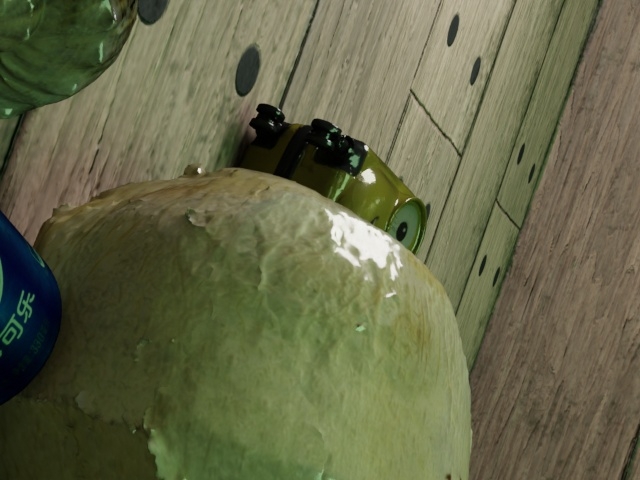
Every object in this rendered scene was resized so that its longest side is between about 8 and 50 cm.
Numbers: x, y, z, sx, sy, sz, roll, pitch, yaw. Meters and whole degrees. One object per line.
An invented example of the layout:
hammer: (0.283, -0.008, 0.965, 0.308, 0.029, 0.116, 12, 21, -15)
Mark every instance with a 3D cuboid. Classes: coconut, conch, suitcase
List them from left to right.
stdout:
conch: (-0.172, -0.143, 0.643, 0.155, 0.130, 0.207, -43, -166, 18)
coconut: (-0.070, 0.121, 0.781, 0.346, 0.346, 0.360, 83, 12, -52)
suitcase: (0.000, 0.000, 1.094, 0.235, 0.143, 0.194, 37, 73, -57)

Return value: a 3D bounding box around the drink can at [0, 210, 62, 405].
drink can: (-0.220, 0.010, 0.578, 0.118, 0.118, 0.205, -64, 158, -21)
